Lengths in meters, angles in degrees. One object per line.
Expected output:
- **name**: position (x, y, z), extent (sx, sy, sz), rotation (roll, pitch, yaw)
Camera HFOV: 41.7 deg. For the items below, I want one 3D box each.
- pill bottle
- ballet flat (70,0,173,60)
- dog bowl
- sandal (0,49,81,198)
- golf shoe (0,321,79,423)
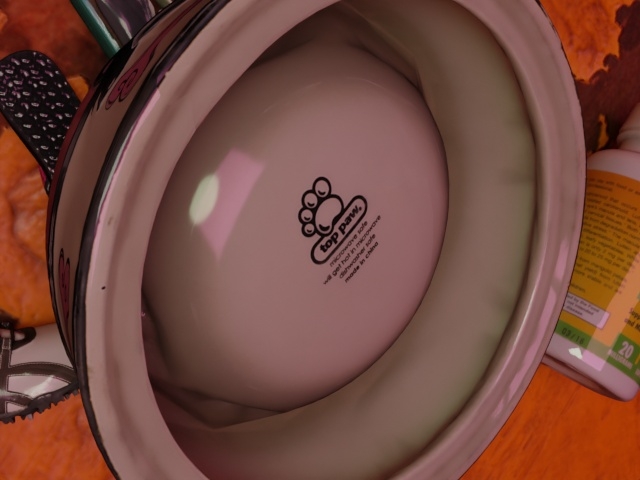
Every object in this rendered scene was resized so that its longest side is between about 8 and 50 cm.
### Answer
- **pill bottle**: position (0.270, 0.005, 0.748), extent (0.136, 0.136, 0.246), rotation (32, 85, -24)
- **ballet flat**: position (-0.109, -0.113, 0.604), extent (0.074, 0.074, 0.203), rotation (-30, 107, -16)
- **dog bowl**: position (0.000, 0.000, 0.576), extent (0.408, 0.150, 0.408), rotation (-14, 114, -35)
- **sandal**: position (-0.174, -0.052, 0.606), extent (0.067, 0.040, 0.179), rotation (-32, 95, -22)
- **golf shoe**: position (-0.232, 0.082, 0.577), extent (0.198, 0.077, 0.094), rotation (-27, 108, -19)
